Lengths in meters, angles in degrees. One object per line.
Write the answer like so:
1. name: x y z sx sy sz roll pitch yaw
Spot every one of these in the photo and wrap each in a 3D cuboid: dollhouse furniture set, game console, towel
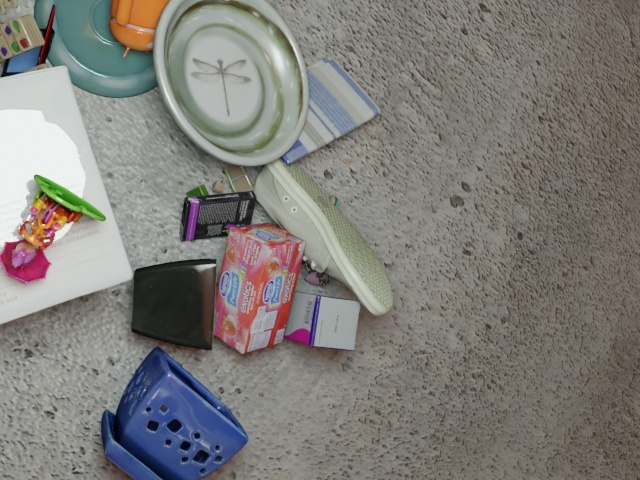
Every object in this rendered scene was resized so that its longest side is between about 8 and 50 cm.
1. dollhouse furniture set: -0.228 -0.119 1.677 0.151 0.058 0.076 -29 94 -42
2. game console: -0.575 -0.382 1.435 0.124 0.085 0.144 0 64 8
3. towel: -0.024 -0.309 1.715 0.285 0.034 0.209 -33 71 -22

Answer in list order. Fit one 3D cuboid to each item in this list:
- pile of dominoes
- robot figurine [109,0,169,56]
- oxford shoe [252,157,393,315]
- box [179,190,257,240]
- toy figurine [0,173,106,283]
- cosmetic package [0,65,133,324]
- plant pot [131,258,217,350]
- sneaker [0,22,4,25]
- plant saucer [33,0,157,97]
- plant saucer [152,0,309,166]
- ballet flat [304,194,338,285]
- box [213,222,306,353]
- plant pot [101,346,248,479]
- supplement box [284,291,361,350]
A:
1. pile of dominoes: -0.632 -0.365 1.368 0.040 0.251 0.196 -51 125 -58
2. robot figurine: -0.360 -0.485 1.493 0.128 0.158 0.219 3 117 -27
3. oxford shoe: 0.000 0.000 1.646 0.130 0.169 0.449 -45 74 18
4. box: -0.229 -0.055 1.634 0.162 0.116 0.029 -6 48 -25
5. toy figurine: -0.441 -0.004 1.152 0.130 0.173 0.159 34 88 -10
6. cosmetic package: -0.582 -0.069 1.342 0.327 0.329 0.394 -19 99 -23
7. plant pot: -0.316 0.130 1.557 0.167 0.187 0.188 2 89 -13
8. sneaker: -0.654 -0.375 1.459 0.052 0.058 0.135 19 81 -24
9. plant saucer: -0.445 -0.468 1.567 0.317 0.043 0.318 0 90 -24
10. plant saucer: -0.200 -0.349 1.570 0.400 0.100 0.400 9 77 -42
11. ballet flat: -0.005 -0.003 1.759 0.079 0.077 0.221 6 87 -5
12. box: -0.140 0.101 1.597 0.128 0.122 0.257 -9 118 -50
13. plant pot: -0.319 0.391 1.523 0.236 0.236 0.212 46 79 -17
14. supplement box: -0.011 0.179 1.668 0.114 0.220 0.111 10 86 -26
